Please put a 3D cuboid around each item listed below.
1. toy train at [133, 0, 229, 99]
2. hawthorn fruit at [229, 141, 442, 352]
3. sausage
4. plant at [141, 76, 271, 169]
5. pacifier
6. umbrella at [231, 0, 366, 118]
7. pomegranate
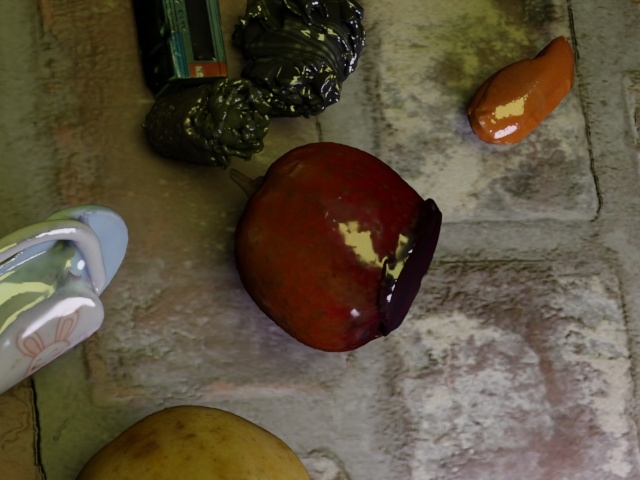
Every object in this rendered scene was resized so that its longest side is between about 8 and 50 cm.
[{"bbox_3d":[-0.175,-0.366,1.484,0.089,0.086,0.409,-5,81,-24],"label":"toy train"},{"bbox_3d":[0.000,0.000,1.418,0.250,0.215,0.215,36,68,-4],"label":"hawthorn fruit"},{"bbox_3d":[0.255,-0.183,1.627,0.179,0.089,0.089,-40,96,-19],"label":"sausage"},{"bbox_3d":[-0.120,-0.126,1.419,0.092,0.143,0.094,62,40,-33],"label":"plant"},{"bbox_3d":[-0.337,0.030,1.286,0.287,0.238,0.226,-38,66,-23],"label":"pacifier"},{"bbox_3d":[-0.001,-0.303,1.512,0.128,0.154,0.336,44,59,-53],"label":"umbrella"},{"bbox_3d":[-0.127,0.291,1.282,0.260,0.260,0.260,5,77,-22],"label":"pomegranate"}]
